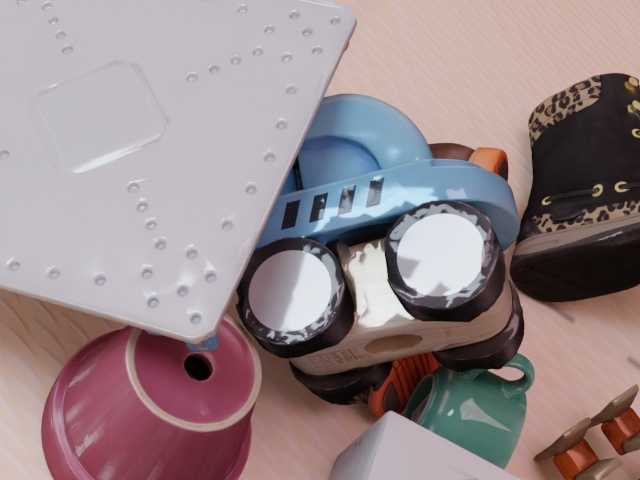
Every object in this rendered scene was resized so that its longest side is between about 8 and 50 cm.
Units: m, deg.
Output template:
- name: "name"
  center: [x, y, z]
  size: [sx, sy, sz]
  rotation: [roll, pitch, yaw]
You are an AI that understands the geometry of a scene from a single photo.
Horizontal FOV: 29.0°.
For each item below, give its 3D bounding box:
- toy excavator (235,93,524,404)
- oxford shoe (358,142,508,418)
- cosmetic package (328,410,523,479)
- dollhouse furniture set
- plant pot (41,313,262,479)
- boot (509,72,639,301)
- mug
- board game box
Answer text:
- name: "toy excavator"
  center: [-0.027, -0.067, 1.280]
  size: [0.432, 0.222, 0.445]
  rotation: [-13, 65, 12]
- name: "oxford shoe"
  center: [0.102, 0.039, 1.418]
  size: [0.132, 0.130, 0.364]
  rotation: [13, 56, 21]
- name: "cosmetic package"
  center: [0.104, 0.330, 1.200]
  size: [0.224, 0.138, 0.225]
  rotation: [29, 51, -8]
- name: "dollhouse furniture set"
  center: [0.403, 0.295, 1.406]
  size: [0.259, 0.135, 0.262]
  rotation: [-28, 76, -25]
- name: "plant pot"
  center: [-0.145, 0.152, 1.159]
  size: [0.201, 0.180, 0.201]
  rotation: [12, 56, -19]
- name: "boot"
  center: [0.415, -0.085, 1.515]
  size: [0.138, 0.377, 0.284]
  rotation: [51, 34, -39]
- name: "mug"
  center: [0.150, 0.182, 1.311]
  size: [0.097, 0.129, 0.158]
  rotation: [26, 84, -8]
- name: "board game box"
  center: [-0.206, -0.105, 1.178]
  size: [0.389, 0.050, 0.390]
  rotation: [14, 60, 15]
